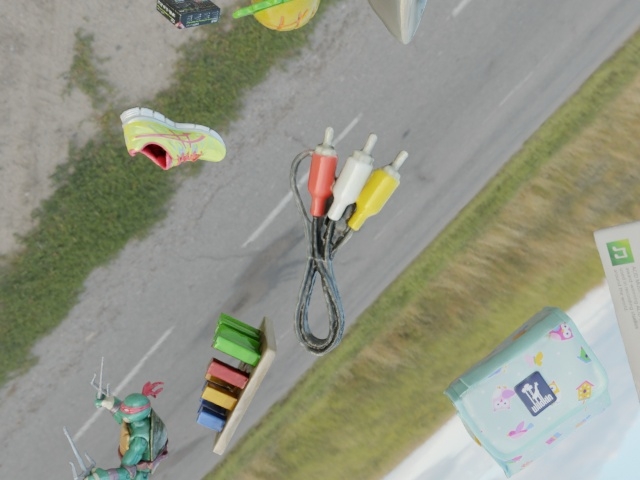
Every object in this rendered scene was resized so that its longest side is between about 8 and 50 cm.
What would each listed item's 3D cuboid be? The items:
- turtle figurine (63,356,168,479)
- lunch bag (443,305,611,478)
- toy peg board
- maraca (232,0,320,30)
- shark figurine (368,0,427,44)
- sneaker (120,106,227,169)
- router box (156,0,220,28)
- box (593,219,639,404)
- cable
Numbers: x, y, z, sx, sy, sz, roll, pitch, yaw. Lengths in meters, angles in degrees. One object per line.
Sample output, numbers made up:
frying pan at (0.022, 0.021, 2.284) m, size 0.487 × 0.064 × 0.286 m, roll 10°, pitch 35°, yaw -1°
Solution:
turtle figurine at (-0.265, 0.286, 0.823) m, size 0.175 × 0.118 × 0.234 m, roll -107°, pitch -163°, yaw -70°
lunch bag at (0.321, 0.236, 0.958) m, size 0.223 × 0.160 × 0.262 m, roll -36°, pitch 139°, yaw 1°
toy peg board at (-0.137, 0.187, 0.870) m, size 0.160 × 0.079 × 0.161 m, roll -61°, pitch -170°, yaw 4°
maraca at (-0.073, -0.418, 1.067) m, size 0.127 × 0.099 × 0.186 m, roll -6°, pitch -158°, yaw 40°
shark figurine at (-0.018, -0.263, 0.407) m, size 0.116 × 0.278 × 0.166 m, roll -11°, pitch 132°, yaw -29°
sneaker at (-0.266, -0.167, 1.110) m, size 0.209 × 0.094 × 0.081 m, roll 11°, pitch 155°, yaw -38°
router box at (-0.315, -0.553, 1.453) m, size 0.122 × 0.092 × 0.038 m, roll -28°, pitch 153°, yaw -39°
box at (0.368, 0.068, 0.408) m, size 0.059 × 0.232 × 0.322 m, roll -9°, pitch 174°, yaw -32°
cable at (0.000, 0.000, 0.755) m, size 0.072 × 0.140 × 0.287 m, roll -17°, pitch 126°, yaw -80°
